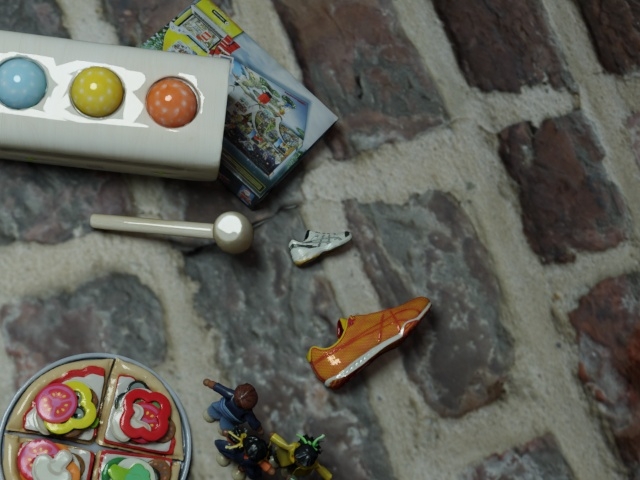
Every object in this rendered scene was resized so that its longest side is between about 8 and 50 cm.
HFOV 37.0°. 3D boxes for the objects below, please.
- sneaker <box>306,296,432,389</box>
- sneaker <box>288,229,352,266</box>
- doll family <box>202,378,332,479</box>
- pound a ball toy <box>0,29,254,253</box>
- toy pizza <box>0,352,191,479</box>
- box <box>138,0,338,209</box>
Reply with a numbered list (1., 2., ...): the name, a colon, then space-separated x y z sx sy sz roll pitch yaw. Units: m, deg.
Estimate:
1. sneaker: 0.061 0.105 1.126 0.175 0.064 0.067 -29 72 -29
2. sneaker: 0.000 0.000 1.159 0.083 0.032 0.037 -23 79 -26
3. doll family: -0.055 0.220 1.013 0.193 0.111 0.076 32 63 -5
4. pound a ball toy: -0.220 -0.107 1.039 0.319 0.136 0.208 7 81 -7
5. toy pizza: -0.233 0.214 0.997 0.201 0.032 0.201 7 68 -17
6. box: -0.115 -0.172 1.176 0.233 0.044 0.159 43 63 0
